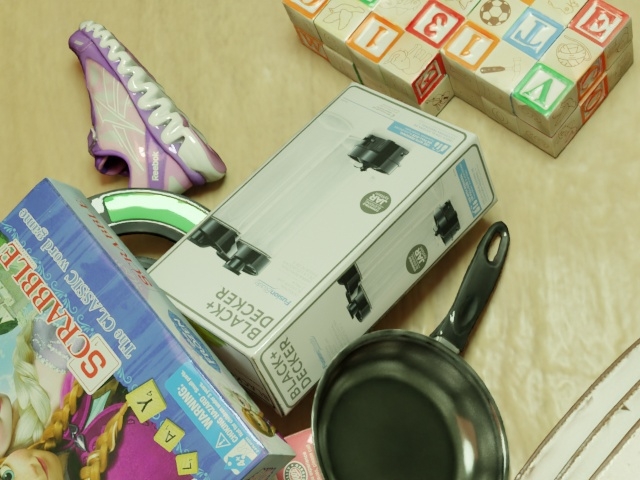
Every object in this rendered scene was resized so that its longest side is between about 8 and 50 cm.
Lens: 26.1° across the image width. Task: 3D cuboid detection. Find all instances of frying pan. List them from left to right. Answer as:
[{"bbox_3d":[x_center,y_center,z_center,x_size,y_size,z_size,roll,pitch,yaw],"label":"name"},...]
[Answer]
[{"bbox_3d":[0.076,0.115,1.199,0.197,0.053,0.326,15,61,-25],"label":"frying pan"}]

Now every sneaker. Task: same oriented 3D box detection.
[{"bbox_3d":[-0.200,-0.123,1.394,0.104,0.095,0.236,-41,65,4],"label":"sneaker"}]

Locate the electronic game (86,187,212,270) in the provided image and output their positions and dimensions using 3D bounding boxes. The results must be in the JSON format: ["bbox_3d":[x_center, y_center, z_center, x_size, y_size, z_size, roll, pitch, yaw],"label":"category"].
[{"bbox_3d":[-0.172,0.059,1.298,0.229,0.048,0.229,2,71,-5],"label":"electronic game"}]

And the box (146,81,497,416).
[{"bbox_3d":[0.000,0.000,1.236,0.290,0.087,0.169,-43,47,-18],"label":"box"}]

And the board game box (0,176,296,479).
[{"bbox_3d":[-0.236,0.168,1.161,0.318,0.066,0.319,-45,69,8],"label":"board game box"}]

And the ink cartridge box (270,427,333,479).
[{"bbox_3d":[-0.074,0.279,1.187,0.217,0.092,0.159,-21,64,4],"label":"ink cartridge box"}]

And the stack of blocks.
[{"bbox_3d":[0.132,-0.204,1.340,0.297,0.087,0.171,35,80,24],"label":"stack of blocks"}]

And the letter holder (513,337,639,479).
[{"bbox_3d":[0.306,0.154,1.111,0.302,0.152,0.214,-44,62,-6],"label":"letter holder"}]
